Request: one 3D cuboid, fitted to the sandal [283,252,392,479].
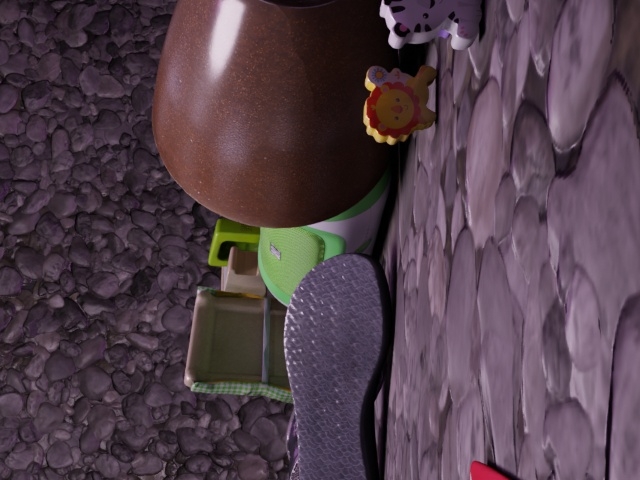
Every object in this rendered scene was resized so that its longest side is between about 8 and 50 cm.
[{"bbox_3d":[0.018,0.130,0.916,0.054,0.097,0.255,-26,-57,-62],"label":"sandal"}]

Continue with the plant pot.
[{"bbox_3d":[-0.028,-0.153,0.777,0.230,0.215,0.216,104,168,-67],"label":"plant pot"}]

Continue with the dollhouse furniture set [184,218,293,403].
[{"bbox_3d":[-0.051,0.124,1.215,0.302,0.197,0.151,-90,4,-53],"label":"dollhouse furniture set"}]

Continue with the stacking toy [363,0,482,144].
[{"bbox_3d":[0.057,-0.186,0.613,0.167,0.052,0.221,104,168,-79],"label":"stacking toy"}]

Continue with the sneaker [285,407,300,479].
[{"bbox_3d":[0.002,0.284,1.208,0.130,0.087,0.228,132,149,-67],"label":"sneaker"}]

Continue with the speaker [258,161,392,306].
[{"bbox_3d":[-0.002,-0.023,1.017,0.296,0.131,0.131,97,175,-67],"label":"speaker"}]

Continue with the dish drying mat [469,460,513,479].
[{"bbox_3d":[0.074,0.114,0.428,0.083,0.008,0.032,115,158,-85],"label":"dish drying mat"}]
